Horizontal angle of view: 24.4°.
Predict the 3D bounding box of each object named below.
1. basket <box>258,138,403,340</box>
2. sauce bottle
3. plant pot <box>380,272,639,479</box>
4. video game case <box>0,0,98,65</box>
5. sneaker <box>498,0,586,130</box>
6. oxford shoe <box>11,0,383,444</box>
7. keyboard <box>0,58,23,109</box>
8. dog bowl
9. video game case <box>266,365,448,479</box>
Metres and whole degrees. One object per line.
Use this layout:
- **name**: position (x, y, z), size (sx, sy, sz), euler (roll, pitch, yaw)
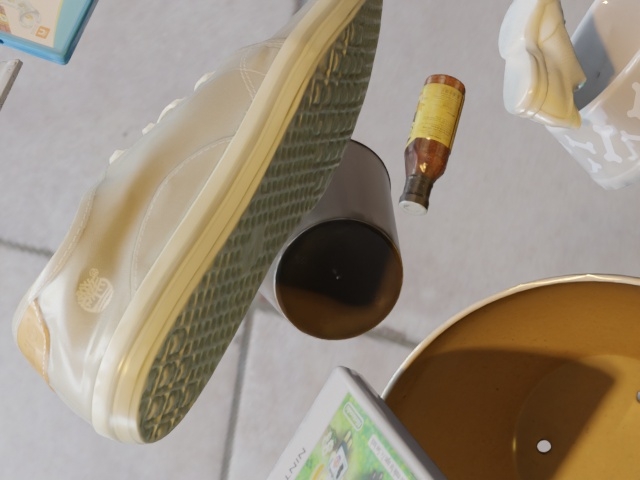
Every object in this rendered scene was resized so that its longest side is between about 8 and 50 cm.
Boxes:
- **basket**: position (0.000, 0.000, 1.515), size (0.204, 0.227, 0.154), euler (-23, 112, -2)
- **sauce bottle**: position (0.095, -0.084, 1.299), size (0.042, 0.128, 0.042), euler (15, 155, 7)
- **plant pot**: position (0.178, 0.153, 0.939), size (0.284, 0.191, 0.284), euler (1, 94, 13)
- **video game case**: position (-0.220, -0.192, 0.978), size (0.166, 0.015, 0.119), euler (19, 71, 8)
- **sneaker**: position (0.252, -0.202, 1.626), size (0.094, 0.212, 0.080), euler (22, 141, -18)
- **oxford shoe**: position (-0.074, -0.055, 1.066), size (0.130, 0.449, 0.169), euler (19, 144, 18)
- **keyboard**: position (-0.468, -0.184, 2.021), size (0.072, 0.256, 0.014), euler (-8, 123, 9)
- **dog bowl**: position (0.387, -0.232, 1.722), size (0.102, 0.349, 0.349), euler (32, 113, -9)
- **video game case**: position (-0.001, 0.188, 0.762), size (0.023, 0.212, 0.193), euler (27, 98, -25)
